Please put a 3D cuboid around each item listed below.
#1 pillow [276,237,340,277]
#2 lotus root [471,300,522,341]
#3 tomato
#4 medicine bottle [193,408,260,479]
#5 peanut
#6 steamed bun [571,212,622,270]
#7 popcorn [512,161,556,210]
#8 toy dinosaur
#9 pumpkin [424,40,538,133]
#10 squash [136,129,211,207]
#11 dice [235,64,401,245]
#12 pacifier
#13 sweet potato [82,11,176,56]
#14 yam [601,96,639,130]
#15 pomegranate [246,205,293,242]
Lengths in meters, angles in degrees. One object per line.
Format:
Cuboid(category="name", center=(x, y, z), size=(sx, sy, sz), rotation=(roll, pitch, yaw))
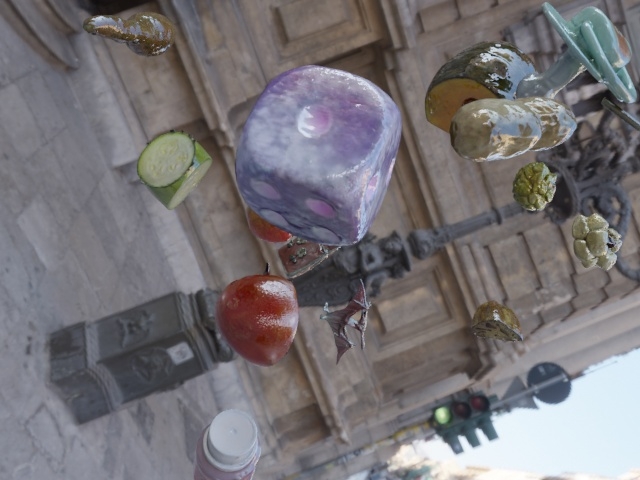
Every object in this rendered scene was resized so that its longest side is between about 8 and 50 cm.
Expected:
Cuboid(category="pillow", center=(0.000, 0.000, 1.460), size=(0.043, 0.232, 0.126), rotation=(52, 5, -43))
Cuboid(category="lotus root", center=(0.565, 0.252, 1.881), size=(0.135, 0.159, 0.096), rotation=(-81, 166, -48))
Cuboid(category="tomato", center=(-0.212, 0.219, 1.694), size=(0.170, 0.309, 0.309), rotation=(22, 28, -35))
Cuboid(category="medicine bottle", center=(-0.204, 0.469, 1.282), size=(0.247, 0.147, 0.147), rotation=(109, -33, -46))
Cuboid(category="peanut", center=(0.273, -0.160, 0.828), size=(0.104, 0.227, 0.086), rotation=(22, -61, 50))
Cuboid(category="steamed bun", center=(0.926, 0.010, 1.941), size=(0.177, 0.193, 0.106), rotation=(34, -28, -27))
Cuboid(category="popcorn", center=(0.545, -0.134, 1.475), size=(0.106, 0.116, 0.121), rotation=(18, 48, -50))
Cuboid(category="toy dinosaur", center=(0.052, 0.171, 1.224), size=(0.032, 0.108, 0.220), rotation=(-78, -176, -61))
Cuboid(category="pumpkin", center=(0.479, -0.456, 1.764), size=(0.256, 0.225, 0.303), rotation=(48, -32, -2))
Cuboid(category="squash", center=(-0.359, -0.159, 1.583), size=(0.260, 0.189, 0.189), rotation=(58, 8, -59))
Cuboid(category="dice", center=(0.002, -0.165, 1.189), size=(0.271, 0.270, 0.270), rotation=(80, 32, -65))
Cuboid(category="pacifier", center=(0.599, -0.403, 1.401), size=(0.343, 0.269, 0.288), rotation=(10, 49, -42))
Cuboid(category="sweet potato", center=(-0.300, -0.346, 0.982), size=(0.269, 0.074, 0.075), rotation=(-54, 126, -67))
Cuboid(category="yam", center=(0.719, -0.300, 1.389), size=(0.116, 0.021, 0.021), rotation=(41, -7, 6))
Cuboid(category="pomegranate", center=(-0.160, -0.101, 2.064), size=(0.235, 0.210, 0.210), rotation=(90, -17, -44))
